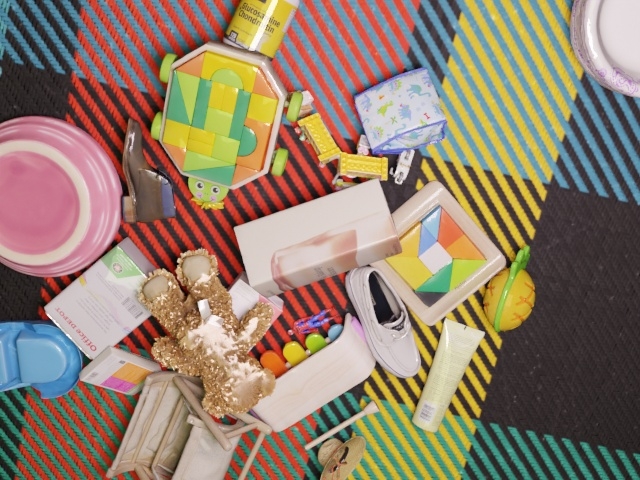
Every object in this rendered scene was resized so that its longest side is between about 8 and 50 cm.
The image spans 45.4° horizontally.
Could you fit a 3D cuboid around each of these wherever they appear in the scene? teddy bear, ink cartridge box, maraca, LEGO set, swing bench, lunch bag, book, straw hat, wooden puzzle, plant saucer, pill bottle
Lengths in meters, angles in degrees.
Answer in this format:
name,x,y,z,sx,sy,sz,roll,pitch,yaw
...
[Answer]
name,x,y,z,sx,sy,sz,roll,pitch,yaw
teddy bear,-0.220,0.182,1.525,0.338,0.113,0.245,44,82,-9
ink cartridge box,-0.435,0.121,1.582,0.212,0.093,0.154,-39,100,8
maraca,0.390,0.100,1.557,0.099,0.127,0.186,20,109,22
LEGO set,0.035,-0.174,1.521,0.286,0.107,0.132,27,68,-2
ink cartridge box,-0.182,0.178,1.607,0.115,0.067,0.198,37,102,-9
swing bench,-0.281,0.443,1.613,0.254,0.165,0.253,32,106,26
lunch bag,0.151,-0.240,1.463,0.151,0.096,0.129,-17,68,-3
book,-0.419,0.278,1.609,0.096,0.035,0.144,-40,140,13
straw hat,0.029,0.473,1.679,0.061,0.144,0.145,33,106,36
wooden puzzle,0.231,0.031,1.579,0.221,0.044,0.239,-41,100,10
plant saucer,-0.568,-0.080,1.530,0.331,0.084,0.332,1,104,4
pill bottle,-0.102,-0.432,1.435,0.103,0.103,0.184,26,103,-6

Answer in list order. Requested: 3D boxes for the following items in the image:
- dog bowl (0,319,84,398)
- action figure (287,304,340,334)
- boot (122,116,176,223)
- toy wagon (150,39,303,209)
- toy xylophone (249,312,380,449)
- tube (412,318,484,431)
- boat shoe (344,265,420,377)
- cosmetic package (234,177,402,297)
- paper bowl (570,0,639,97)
name,x,y,z,sx,sy,sz,roll,pitch,yaw
dog bowl,-0.645,0.246,1.625,0.297,0.074,0.166,-2,104,0
action figure,-0.018,0.175,1.626,0.115,0.030,0.038,-24,108,8
boot,-0.341,-0.138,1.532,0.106,0.082,0.219,1,114,-10
toy wagon,-0.191,-0.200,1.468,0.267,0.068,0.345,17,118,0
toy xylophone,-0.016,0.311,1.629,0.322,0.081,0.236,-26,115,5
tube,0.268,0.291,1.642,0.070,0.062,0.240,10,103,-47
boat shoe,0.144,0.169,1.580,0.096,0.088,0.268,-28,99,-25
cosmetic package,0.000,0.000,1.502,0.296,0.153,0.129,-19,75,6
paper bowl,0.607,-0.408,1.413,0.284,0.148,0.285,0,104,0
